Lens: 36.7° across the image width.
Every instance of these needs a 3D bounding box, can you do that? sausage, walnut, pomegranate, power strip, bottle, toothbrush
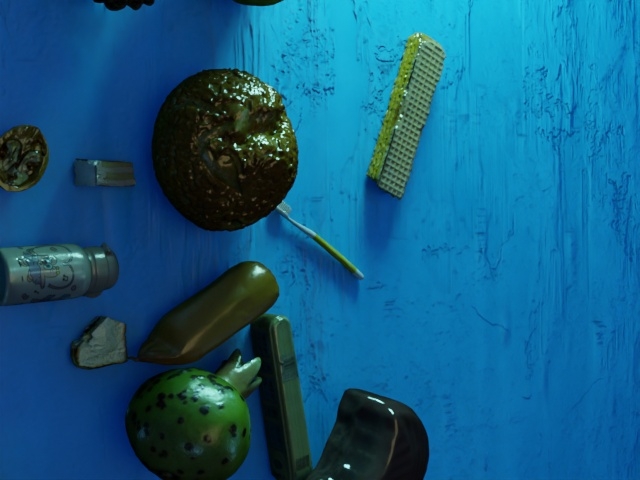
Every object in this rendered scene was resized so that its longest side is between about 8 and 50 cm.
[{"bbox_3d":[-0.219,0.152,1.805,0.328,0.112,0.112,-35,112,-32],"label":"sausage"},{"bbox_3d":[-0.507,-0.136,1.607,0.091,0.052,0.121,34,69,-32],"label":"walnut"},{"bbox_3d":[-0.235,0.315,1.764,0.231,0.231,0.286,56,20,-25],"label":"pomegranate"},{"bbox_3d":[-0.079,0.336,1.929,0.066,0.092,0.387,-15,100,-36],"label":"power strip"},{"bbox_3d":[-0.447,0.060,1.636,0.209,0.097,0.110,-3,126,-38],"label":"bottle"},{"bbox_3d":[0.000,0.000,2.023,0.288,0.021,0.024,40,78,-32],"label":"toothbrush"}]

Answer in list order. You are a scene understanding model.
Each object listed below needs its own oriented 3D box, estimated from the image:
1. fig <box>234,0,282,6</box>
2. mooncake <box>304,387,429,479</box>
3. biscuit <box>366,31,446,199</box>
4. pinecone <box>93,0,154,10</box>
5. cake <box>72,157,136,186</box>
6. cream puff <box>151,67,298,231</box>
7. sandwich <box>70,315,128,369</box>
[{"bbox_3d":[-0.094,-0.563,1.777,0.239,0.271,0.239,13,70,-40],"label":"fig"},{"bbox_3d":[0.102,0.468,1.970,0.326,0.174,0.333,-35,131,-49],"label":"mooncake"},{"bbox_3d":[0.193,-0.278,2.141,0.094,0.054,0.378,25,76,-37],"label":"biscuit"},{"bbox_3d":[-0.341,-0.502,1.641,0.208,0.208,0.207,-1,92,-38],"label":"pinecone"},{"bbox_3d":[-0.382,-0.121,1.721,0.121,0.065,0.052,-6,95,-60],"label":"cake"},{"bbox_3d":[-0.164,-0.170,1.773,0.303,0.212,0.303,2,87,-34],"label":"cream puff"},{"bbox_3d":[-0.395,0.182,1.714,0.105,0.036,0.093,-12,99,-36],"label":"sandwich"}]
